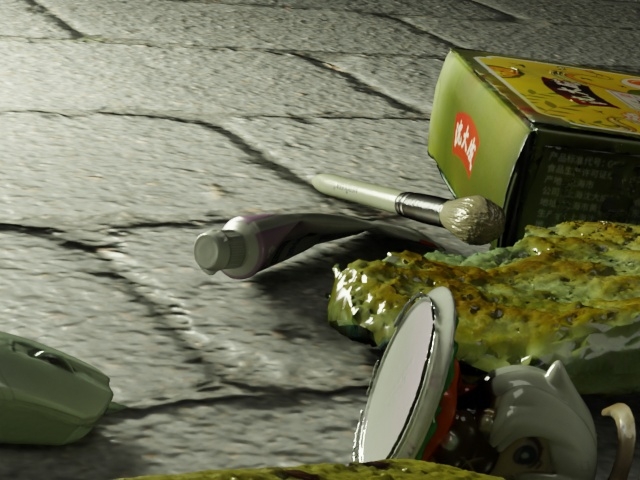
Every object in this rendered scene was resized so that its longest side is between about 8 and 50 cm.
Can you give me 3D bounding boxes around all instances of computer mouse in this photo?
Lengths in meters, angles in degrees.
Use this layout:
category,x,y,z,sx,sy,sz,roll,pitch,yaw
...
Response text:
category,x,y,z,sx,sy,sz,roll,pitch,yaw
computer mouse,-0.200,0.081,0.831,0.182,0.056,0.089,5,23,-16

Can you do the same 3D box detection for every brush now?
category,x,y,z,sx,sy,sz,roll,pitch,yaw
brush,0.071,-0.035,1.288,0.042,0.039,0.299,-43,26,-16

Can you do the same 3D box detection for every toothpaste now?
category,x,y,z,sx,sy,sz,roll,pitch,yaw
toothpaste,0.000,0.000,1.187,0.075,0.048,0.301,-11,-3,35

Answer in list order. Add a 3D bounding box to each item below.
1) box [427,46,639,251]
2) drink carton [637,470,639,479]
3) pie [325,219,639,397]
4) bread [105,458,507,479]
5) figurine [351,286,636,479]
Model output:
category,x,y,z,sx,sy,sz,roll,pitch,yaw
box,0.345,-0.068,1.428,0.420,0.138,0.373,8,18,-9
drink carton,0.292,0.129,0.813,0.222,0.134,0.102,-3,20,-35
pie,0.196,0.047,1.052,0.371,0.078,0.296,-7,13,-36
bread,-0.005,0.139,0.572,0.138,0.077,0.361,10,0,36
figurine,0.111,0.107,0.837,0.154,0.132,0.132,20,17,-10
